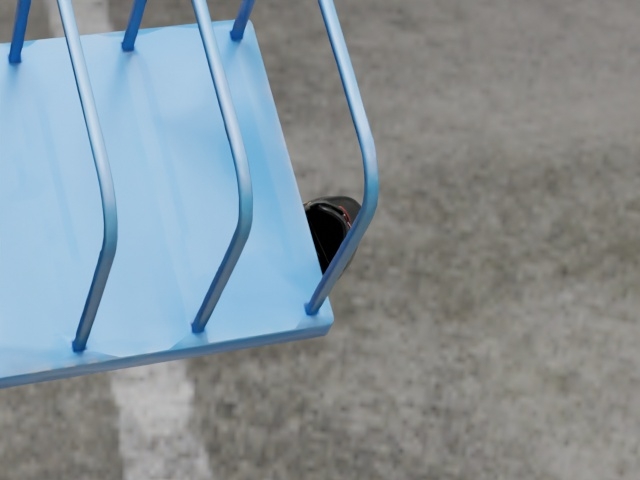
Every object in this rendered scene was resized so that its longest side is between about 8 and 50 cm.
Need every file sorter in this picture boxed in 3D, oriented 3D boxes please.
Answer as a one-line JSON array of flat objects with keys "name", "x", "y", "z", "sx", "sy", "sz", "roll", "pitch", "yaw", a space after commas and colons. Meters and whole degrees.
[{"name": "file sorter", "x": -0.080, "y": -0.030, "z": 0.569, "sx": 0.170, "sy": 0.104, "sz": 0.118, "roll": -8, "pitch": 68, "yaw": -19}]

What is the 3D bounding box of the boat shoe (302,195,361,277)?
[{"name": "boat shoe", "x": 0.001, "y": 0.002, "z": 1.039, "sx": 0.042, "sy": 0.049, "sz": 0.133, "roll": -29, "pitch": 3, "yaw": 25}]
